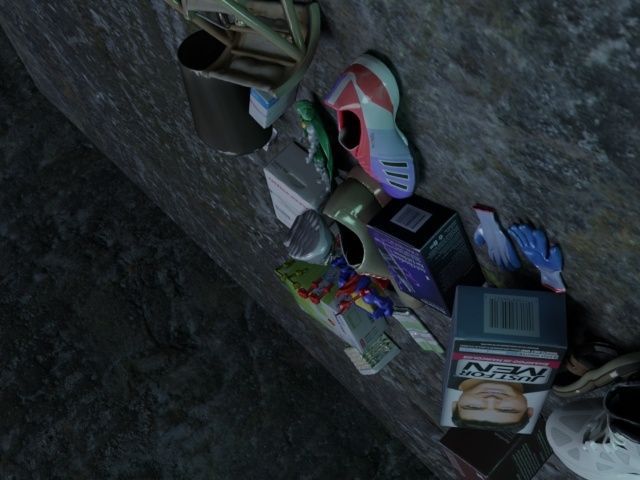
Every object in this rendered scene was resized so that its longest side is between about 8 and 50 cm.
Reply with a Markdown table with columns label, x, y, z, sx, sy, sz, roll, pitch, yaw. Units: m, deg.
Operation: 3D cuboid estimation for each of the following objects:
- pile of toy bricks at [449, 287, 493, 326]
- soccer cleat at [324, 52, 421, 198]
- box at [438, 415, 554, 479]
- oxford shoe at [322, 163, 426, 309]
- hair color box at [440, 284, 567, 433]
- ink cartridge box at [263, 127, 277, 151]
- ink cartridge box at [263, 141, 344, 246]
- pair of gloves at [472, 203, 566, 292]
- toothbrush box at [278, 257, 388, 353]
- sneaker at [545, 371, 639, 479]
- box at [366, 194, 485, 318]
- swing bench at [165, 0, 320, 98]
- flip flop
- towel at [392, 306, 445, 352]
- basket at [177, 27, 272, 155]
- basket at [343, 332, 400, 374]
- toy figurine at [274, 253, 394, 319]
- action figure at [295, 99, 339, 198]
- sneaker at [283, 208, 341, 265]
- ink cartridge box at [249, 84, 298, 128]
| label | x | y | z | sx | sy | sz | roll | pitch | yaw |
| --- | --- | --- | --- | --- | --- | --- | --- | --- | --- |
| pile of toy bricks | 0.339 | 0.181 | 1.599 | 0.105 | 0.118 | 0.212 | 13 | 154 | -5 |
| soccer cleat | 0.086 | -0.165 | 1.327 | 0.108 | 0.116 | 0.318 | 35 | 161 | 34 |
| box | 0.433 | 0.502 | 1.929 | 0.167 | 0.203 | 0.168 | 29 | 156 | 48 |
| oxford shoe | 0.119 | 0.025 | 1.658 | 0.140 | 0.146 | 0.397 | 26 | 154 | 52 |
| hair color box | 0.328 | 0.231 | 1.462 | 0.185 | 0.114 | 0.374 | 4 | 146 | 7 |
| ink cartridge box | -0.130 | -0.247 | 1.846 | 0.048 | 0.028 | 0.083 | 45 | 164 | 5 |
| ink cartridge box | -0.027 | -0.093 | 1.829 | 0.172 | 0.100 | 0.237 | 39 | 163 | 21 |
| pair of gloves | 0.327 | 0.013 | 1.324 | 0.198 | 0.023 | 0.159 | 26 | 154 | 50 |
| toothbrush box | 0.037 | 0.167 | 2.276 | 0.283 | 0.122 | 0.206 | 31 | 159 | 38 |
| sneaker | 0.483 | 0.273 | 1.226 | 0.257 | 0.169 | 0.447 | 39 | 158 | -22 |
| box | 0.205 | 0.027 | 1.515 | 0.153 | 0.108 | 0.207 | 28 | 156 | 47 |
| swing bench | -0.146 | -0.390 | 1.299 | 0.253 | 0.165 | 0.255 | 27 | 161 | 49 |
| flip flop | 0.464 | 0.208 | 1.328 | 0.277 | 0.112 | 0.080 | 96 | 154 | -73 |
| towel | 0.252 | 0.237 | 2.071 | 0.152 | 0.023 | 0.113 | 49 | 165 | -11 |
| basket | -0.209 | -0.319 | 1.663 | 0.204 | 0.154 | 0.227 | 37 | 158 | 28 |
| basket | 0.154 | 0.337 | 2.415 | 0.103 | 0.113 | 0.167 | 50 | 165 | 0 |
| toy figurine | 0.071 | 0.135 | 2.007 | 0.217 | 0.191 | 0.362 | 50 | 166 | -32 |
| action figure | -0.008 | -0.190 | 1.583 | 0.137 | 0.063 | 0.232 | -105 | -2 | -45 |
| sneaker | 0.000 | 0.000 | 1.655 | 0.115 | 0.105 | 0.281 | 27 | -177 | -9 |
| ink cartridge box | -0.092 | -0.285 | 1.541 | 0.052 | 0.088 | 0.122 | 44 | 164 | 7 |
